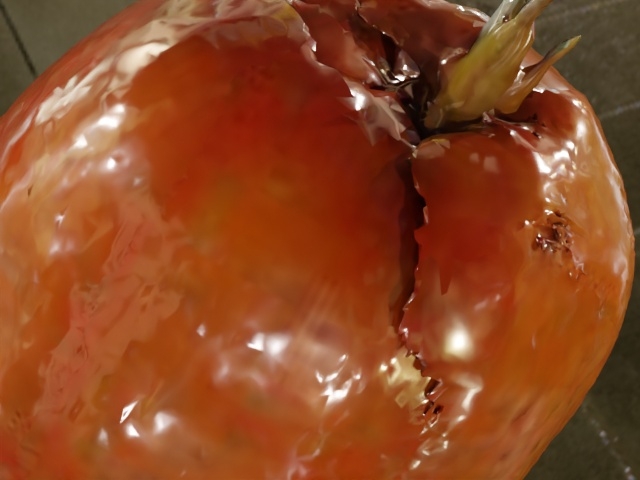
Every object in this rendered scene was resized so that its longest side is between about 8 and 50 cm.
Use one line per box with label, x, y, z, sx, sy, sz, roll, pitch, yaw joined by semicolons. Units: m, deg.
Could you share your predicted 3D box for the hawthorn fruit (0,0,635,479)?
hawthorn fruit;0.000;0.000;0.390;0.211;0.299;0.211;22;42;-22
